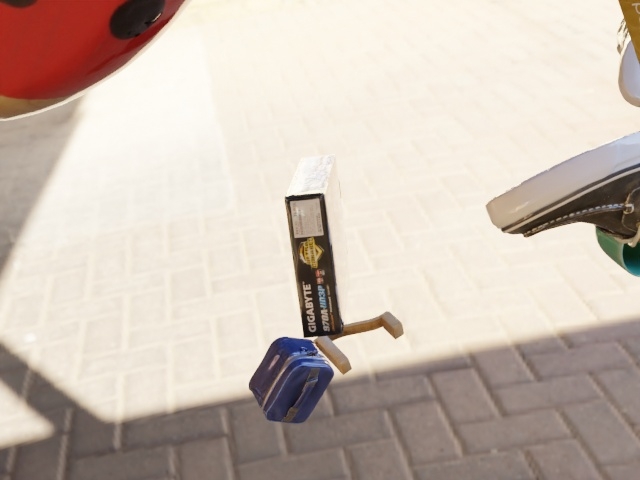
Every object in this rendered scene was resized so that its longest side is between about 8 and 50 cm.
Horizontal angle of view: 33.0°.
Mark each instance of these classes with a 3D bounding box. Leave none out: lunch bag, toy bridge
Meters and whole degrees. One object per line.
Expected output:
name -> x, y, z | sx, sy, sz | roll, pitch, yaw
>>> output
lunch bag -> -0.030, 0.161, 1.241 | 0.067, 0.098, 0.065 | 9, 30, -37
toy bridge -> 0.016, 0.148, 1.412 | 0.188, 0.026, 0.063 | -33, 45, -14

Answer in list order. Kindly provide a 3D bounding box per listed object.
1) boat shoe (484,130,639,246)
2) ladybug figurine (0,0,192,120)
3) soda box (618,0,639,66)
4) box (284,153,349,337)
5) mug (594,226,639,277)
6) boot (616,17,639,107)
boat shoe -> 0.336, -0.051, 1.115 | 0.335, 0.119, 0.121 | -18, -3, -13
ladybug figurine -> -0.189, -0.248, 0.717 | 0.305, 0.449, 0.162 | 16, 38, -27
soda box -> 0.357, -0.262, 1.144 | 0.058, 0.181, 0.061 | -36, 23, -23
box -> 0.000, 0.000, 1.352 | 0.051, 0.175, 0.220 | -6, 17, 6
mug -> 0.495, -0.018, 1.651 | 0.158, 0.129, 0.097 | 19, 18, -32
boot -> 0.470, -0.273, 1.549 | 0.095, 0.123, 0.258 | 27, 66, 0
